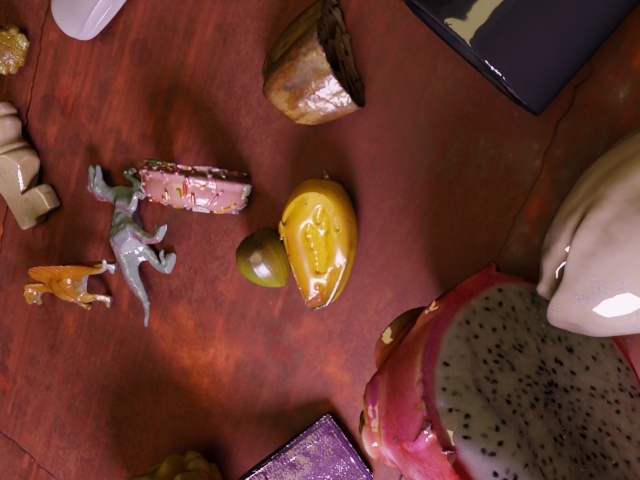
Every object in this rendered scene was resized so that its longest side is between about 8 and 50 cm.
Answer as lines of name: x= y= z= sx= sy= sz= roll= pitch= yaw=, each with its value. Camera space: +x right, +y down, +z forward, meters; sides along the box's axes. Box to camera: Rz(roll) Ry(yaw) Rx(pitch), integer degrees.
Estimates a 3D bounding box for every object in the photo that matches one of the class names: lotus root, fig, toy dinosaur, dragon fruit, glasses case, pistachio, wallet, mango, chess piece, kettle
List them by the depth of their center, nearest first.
pistachio: x=0.347 y=-0.021 z=0.541 sx=0.332 sy=0.226 sz=0.207 roll=-28 pitch=48 yaw=2
kettle: x=0.241 y=-0.314 z=0.598 sx=0.203 sy=0.262 sz=0.308 roll=35 pitch=109 yaw=-19
dragon fruit: x=0.174 y=0.180 z=0.625 sx=0.290 sy=0.291 sz=0.189 roll=52 pitch=142 yaw=11
lotus root: x=-0.017 y=-0.217 z=0.753 sx=0.135 sy=0.095 sz=0.159 roll=-32 pitch=77 yaw=27
mango: x=0.000 y=0.000 z=0.782 sx=0.101 sy=0.066 sz=0.187 roll=1 pitch=101 yaw=16
wallet: x=-0.023 y=0.324 z=0.806 sx=0.166 sy=0.030 sz=0.111 roll=-36 pitch=79 yaw=-5
fig: x=-0.073 y=0.028 z=0.815 sx=0.074 sy=0.074 sz=0.088 roll=-24 pitch=107 yaw=24
glasses case: x=-0.315 y=-0.400 z=0.880 sx=0.233 sy=0.059 sz=0.092 roll=-44 pitch=80 yaw=21
toy dinosaur: x=-0.294 y=0.006 z=0.918 sx=0.168 sy=0.053 sz=0.242 roll=5 pitch=98 yaw=25
toy dinosaur: x=-0.395 y=0.053 z=0.932 sx=0.143 sy=0.057 sz=0.212 roll=11 pitch=144 yaw=-13
chess piece: x=-0.508 y=-0.122 z=0.992 sx=0.090 sy=0.090 sz=0.200 roll=-22 pitch=97 yaw=24

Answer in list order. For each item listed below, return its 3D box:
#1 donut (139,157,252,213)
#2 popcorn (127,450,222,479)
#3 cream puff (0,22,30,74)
donut: x=-0.187 y=-0.076 z=0.828 sx=0.166 sy=0.117 sz=0.065 roll=10 pitch=95 yaw=23
popcorn: x=-0.196 y=0.434 z=0.823 sx=0.258 sy=0.224 sz=0.270 roll=41 pitch=145 yaw=20
cream puff: x=-0.520 y=-0.315 z=0.986 sx=0.058 sy=0.083 sz=0.083 roll=-159 pitch=56 yaw=-66
